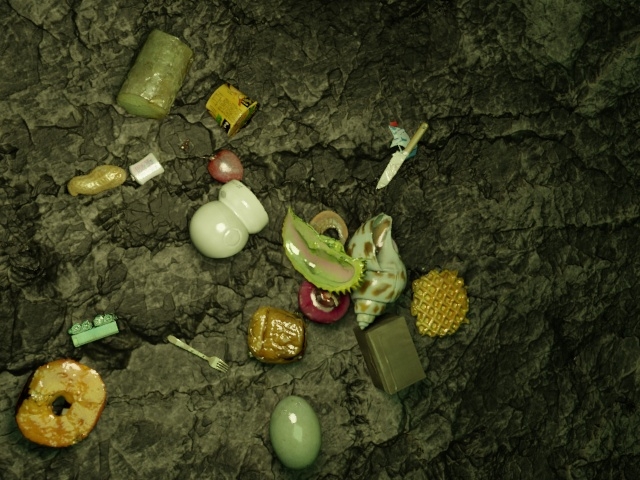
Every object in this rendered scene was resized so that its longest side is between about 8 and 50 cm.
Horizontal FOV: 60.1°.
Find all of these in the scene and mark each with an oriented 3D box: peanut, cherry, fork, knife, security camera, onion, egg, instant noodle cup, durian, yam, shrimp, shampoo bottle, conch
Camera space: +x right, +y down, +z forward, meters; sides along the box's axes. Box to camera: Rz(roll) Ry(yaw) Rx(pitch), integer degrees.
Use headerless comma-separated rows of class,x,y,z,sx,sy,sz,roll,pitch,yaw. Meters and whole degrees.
peanut,-0.685,-0.185,1.695,0.174,0.080,0.080,-21,94,-15
cherry,-0.344,-0.268,1.803,0.225,0.090,0.107,39,89,-3
fork,-0.398,0.367,1.793,0.219,0.028,0.034,31,87,-10
knife,0.291,-0.306,2.004,0.047,0.017,0.298,34,95,-6
security camera,-0.304,-0.053,1.746,0.236,0.194,0.194,-43,100,-18
onion,0.011,0.194,1.861,0.177,0.153,0.177,-2,50,3
egg,-0.082,0.624,1.802,0.169,0.169,0.237,-11,85,-17
instant noodle cup,-0.291,-0.427,1.800,0.122,0.151,0.151,40,77,0
durian,0.006,0.048,1.776,0.355,0.169,0.157,33,66,26
yam,-0.507,-0.515,1.723,0.161,0.161,0.268,26,79,-15
shrimp,0.000,0.000,1.918,0.219,0.046,0.152,-41,97,-15
shampoo bottle,-0.556,-0.223,1.753,0.099,0.043,0.072,-36,98,-15
conch,0.180,0.102,1.869,0.197,0.249,0.368,-18,61,22

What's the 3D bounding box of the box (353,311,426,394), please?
box,0.235,0.389,1.921,0.155,0.149,0.231,-23,94,-17

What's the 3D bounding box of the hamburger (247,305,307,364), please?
hamburger,-0.135,0.315,1.821,0.206,0.130,0.183,11,82,-14

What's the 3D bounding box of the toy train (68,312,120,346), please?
toy train,-0.689,0.270,1.695,0.148,0.038,0.071,-19,96,-18

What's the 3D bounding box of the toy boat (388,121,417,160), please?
toy boat,0.305,-0.364,2.042,0.105,0.034,0.149,-2,76,-15

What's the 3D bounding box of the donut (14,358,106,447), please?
donut,-0.757,0.474,1.625,0.253,0.118,0.253,0,90,-16

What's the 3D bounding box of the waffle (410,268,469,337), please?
waffle,0.444,0.232,2.046,0.245,0.052,0.254,-9,90,-19
